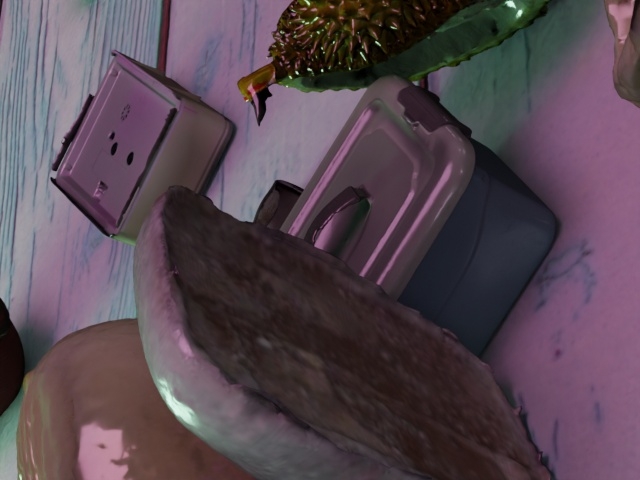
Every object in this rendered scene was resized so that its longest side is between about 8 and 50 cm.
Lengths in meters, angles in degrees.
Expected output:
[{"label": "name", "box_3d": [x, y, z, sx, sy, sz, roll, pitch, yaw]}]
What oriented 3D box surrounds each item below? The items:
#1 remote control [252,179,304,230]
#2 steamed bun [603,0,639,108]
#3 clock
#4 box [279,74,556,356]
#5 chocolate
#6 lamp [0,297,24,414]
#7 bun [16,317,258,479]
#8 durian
[{"label": "remote control", "box_3d": [0.000, 0.000, 1.521, 0.212, 0.028, 0.059, 30, 96, 60]}, {"label": "steamed bun", "box_3d": [0.263, -0.176, 1.058, 0.320, 0.206, 0.275, -12, 58, 50]}, {"label": "clock", "box_3d": [-0.168, -0.084, 1.803, 0.147, 0.071, 0.192, -63, 30, 6]}, {"label": "box", "box_3d": [0.047, 0.015, 1.338, 0.227, 0.130, 0.162, -58, 31, 13]}, {"label": "chocolate", "box_3d": [0.006, 0.098, 1.165, 0.100, 0.303, 0.185, -42, 36, 24]}, {"label": "lamp", "box_3d": [-0.400, 0.136, 1.915, 0.258, 0.180, 0.180, -44, 37, 31]}, {"label": "bun", "box_3d": [-0.085, 0.222, 1.287, 0.361, 0.213, 0.361, 172, 90, -74]}, {"label": "durian", "box_3d": [0.038, -0.185, 1.376, 0.193, 0.237, 0.138, 89, 156, -82]}]
